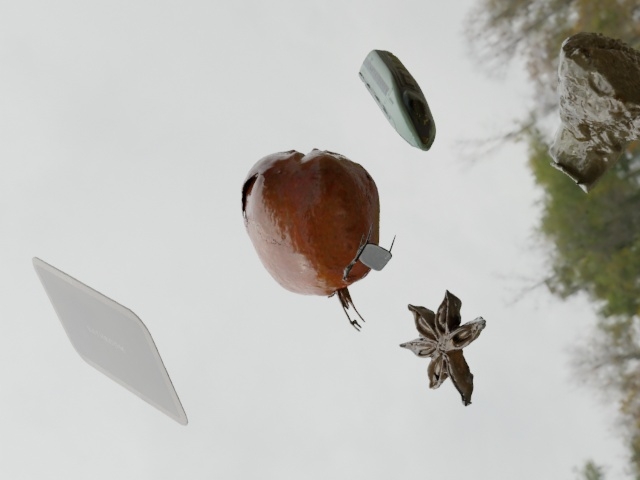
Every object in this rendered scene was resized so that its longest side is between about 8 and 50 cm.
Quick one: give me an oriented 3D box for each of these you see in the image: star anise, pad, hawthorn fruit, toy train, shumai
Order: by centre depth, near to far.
[{"bbox_3d":[-0.256,0.118,1.326,0.002,0.266,0.176,-37,-53,-28],"label":"pad"},{"bbox_3d":[0.102,-0.171,1.344,0.055,0.048,0.252,22,-160,-22],"label":"toy train"},{"bbox_3d":[0.353,-0.159,1.412,0.206,0.175,0.166,9,-140,-46],"label":"shumai"},{"bbox_3d":[0.000,0.000,1.675,0.211,0.211,0.299,-3,-107,-58],"label":"hawthorn fruit"},{"bbox_3d":[0.223,0.179,1.992,0.171,0.208,0.063,27,-146,34],"label":"star anise"}]

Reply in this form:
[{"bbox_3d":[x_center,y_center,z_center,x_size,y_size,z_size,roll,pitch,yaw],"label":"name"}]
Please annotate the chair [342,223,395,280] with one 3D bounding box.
[{"bbox_3d":[0.059,0.020,1.303,0.042,0.037,0.086,32,-138,-1],"label":"chair"}]
